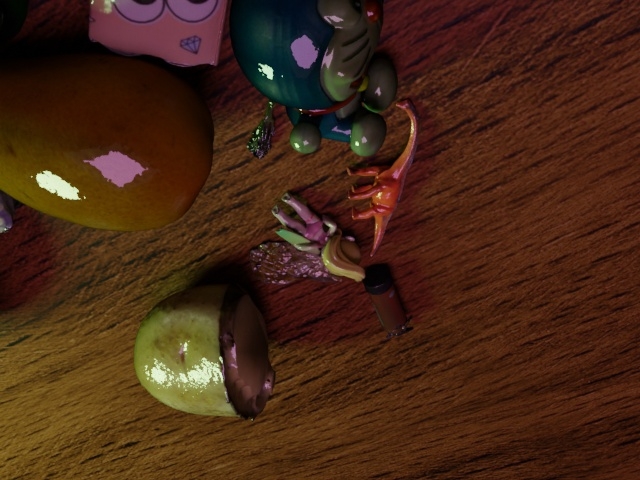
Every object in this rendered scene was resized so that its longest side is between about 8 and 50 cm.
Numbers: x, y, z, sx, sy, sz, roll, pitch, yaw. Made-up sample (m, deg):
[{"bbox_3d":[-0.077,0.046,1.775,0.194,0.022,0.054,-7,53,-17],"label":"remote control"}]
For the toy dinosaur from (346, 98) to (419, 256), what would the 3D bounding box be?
[{"bbox_3d":[0.089,-0.090,1.447,0.101,0.055,0.280,-4,136,-6],"label":"toy dinosaur"}]

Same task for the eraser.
[{"bbox_3d":[-0.186,-0.350,1.152,0.171,0.087,0.290,9,138,-8],"label":"eraser"}]

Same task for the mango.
[{"bbox_3d":[-0.325,-0.137,1.300,0.378,0.221,0.264,12,154,5],"label":"mango"}]

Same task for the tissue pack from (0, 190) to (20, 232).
[{"bbox_3d":[-0.615,-0.132,1.387,0.242,0.125,0.344,-12,138,15],"label":"tissue pack"}]

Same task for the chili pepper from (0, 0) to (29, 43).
[{"bbox_3d":[-0.437,-0.312,1.159,0.165,0.174,0.261,35,135,3],"label":"chili pepper"}]

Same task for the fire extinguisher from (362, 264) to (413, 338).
[{"bbox_3d":[0.121,0.114,1.669,0.062,0.050,0.177,-38,136,-13],"label":"fire extinguisher"}]

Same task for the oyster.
[{"bbox_3d":[-0.050,0.046,1.617,0.146,0.045,0.121,25,147,-22],"label":"oyster"}]

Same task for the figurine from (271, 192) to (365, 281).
[{"bbox_3d":[0.000,0.000,1.533,0.083,0.083,0.187,-29,121,30],"label":"figurine"}]

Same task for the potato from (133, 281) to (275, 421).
[{"bbox_3d":[-0.210,0.195,1.663,0.242,0.243,0.285,-5,156,9],"label":"potato"}]

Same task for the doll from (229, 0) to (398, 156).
[{"bbox_3d":[-0.007,-0.235,1.192,0.186,0.198,0.322,7,148,14],"label":"doll"}]

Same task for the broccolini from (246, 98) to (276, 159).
[{"bbox_3d":[-0.080,-0.177,1.385,0.035,0.030,0.140,34,136,20],"label":"broccolini"}]
